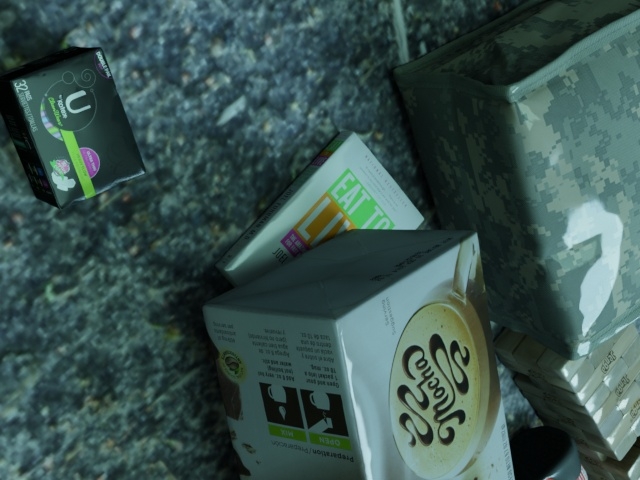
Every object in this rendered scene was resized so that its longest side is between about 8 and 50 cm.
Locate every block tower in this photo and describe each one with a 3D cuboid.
[{"bbox_3d":[0.282,0.173,0.940,0.091,0.097,0.335,-47,120,-17],"label":"block tower"}]

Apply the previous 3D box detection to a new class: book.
[{"bbox_3d":[0.000,0.000,0.748,0.144,0.035,0.096,-48,118,-14],"label":"book"}]

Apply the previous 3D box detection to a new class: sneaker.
[{"bbox_3d":[0.149,0.300,0.878,0.270,0.090,0.145,-34,115,-27],"label":"sneaker"}]

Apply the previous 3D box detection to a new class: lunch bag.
[{"bbox_3d":[0.233,-0.087,0.802,0.287,0.169,0.235,-30,116,-21],"label":"lunch bag"}]

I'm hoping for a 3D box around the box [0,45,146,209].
[{"bbox_3d":[-0.156,-0.071,0.610,0.062,0.052,0.083,-28,114,-26],"label":"box"}]

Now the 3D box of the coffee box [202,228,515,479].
[{"bbox_3d":[0.041,0.157,0.683,0.168,0.118,0.297,-26,111,-47],"label":"coffee box"}]
